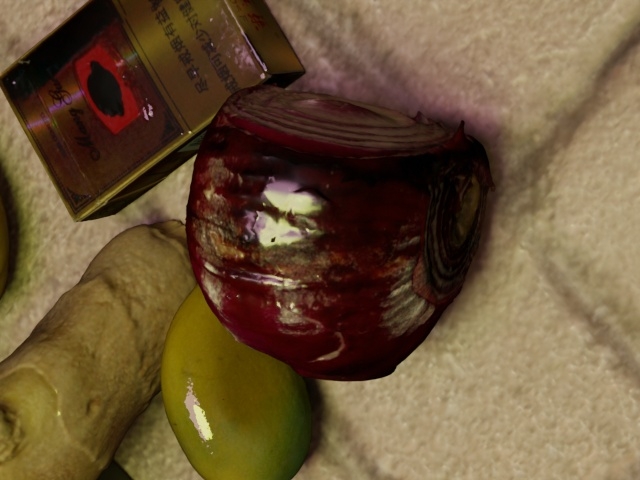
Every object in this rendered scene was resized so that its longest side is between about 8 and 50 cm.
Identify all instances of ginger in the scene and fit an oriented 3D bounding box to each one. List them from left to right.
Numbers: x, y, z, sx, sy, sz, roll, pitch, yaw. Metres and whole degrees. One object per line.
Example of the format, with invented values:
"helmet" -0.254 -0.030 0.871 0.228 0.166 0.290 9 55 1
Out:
"ginger" -0.213 0.131 1.537 0.126 0.190 0.354 26 72 25

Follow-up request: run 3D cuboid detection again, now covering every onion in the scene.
"onion" -0.002 0.002 1.384 0.216 0.207 0.206 13 110 22

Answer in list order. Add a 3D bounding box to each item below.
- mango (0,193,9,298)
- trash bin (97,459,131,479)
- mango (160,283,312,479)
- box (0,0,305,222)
"mango" -0.362 -0.038 1.652 0.156 0.114 0.251 -28 71 42
"trash bin" -0.207 0.220 1.631 0.092 0.061 0.043 47 117 18
"mango" -0.074 0.120 1.507 0.191 0.122 0.085 70 158 8
"box" -0.149 -0.142 1.535 0.240 0.071 0.159 -33 83 28
